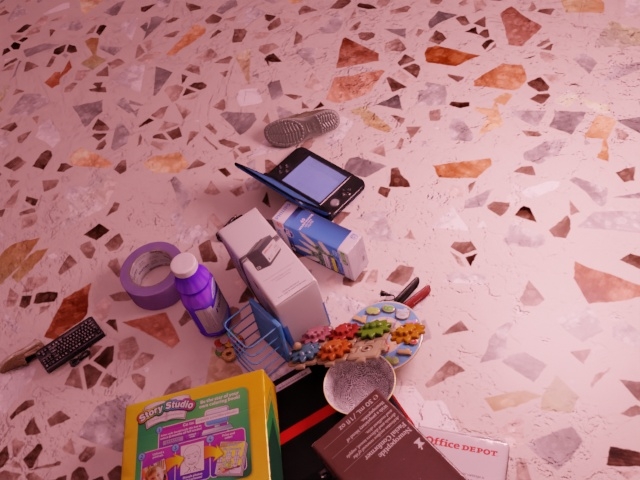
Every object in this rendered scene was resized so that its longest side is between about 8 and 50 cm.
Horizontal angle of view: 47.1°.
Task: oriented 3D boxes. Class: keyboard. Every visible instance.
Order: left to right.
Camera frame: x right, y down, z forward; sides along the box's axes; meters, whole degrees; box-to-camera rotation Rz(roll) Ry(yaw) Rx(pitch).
[{"bbox_3d":[-0.687,0.295,2.034,0.180,0.023,0.108,-35,67,-19],"label":"keyboard"}]

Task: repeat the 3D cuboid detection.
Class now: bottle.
[{"bbox_3d":[-0.312,0.139,1.914,0.092,0.282,0.118,-10,51,6],"label":"bottle"}]

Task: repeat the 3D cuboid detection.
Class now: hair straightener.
[{"bbox_3d":[0.180,0.174,1.933,0.230,0.047,0.089,-40,55,-12],"label":"hair straightener"}]

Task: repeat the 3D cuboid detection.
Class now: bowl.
[{"bbox_3d":[0.098,0.351,1.722,0.170,0.080,0.170,-9,48,10],"label":"bowl"}]

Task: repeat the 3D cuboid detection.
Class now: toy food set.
[{"bbox_3d":[-0.242,0.280,1.958,0.083,0.020,0.083,31,66,31],"label":"toy food set"}]

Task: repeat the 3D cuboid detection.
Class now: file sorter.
[{"bbox_3d":[-0.161,0.256,1.856,0.104,0.170,0.118,-37,54,-22],"label":"file sorter"}]

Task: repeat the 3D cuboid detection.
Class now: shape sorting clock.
[{"bbox_3d":[0.154,0.237,1.834,0.206,0.040,0.206,-8,50,9],"label":"shape sorting clock"}]

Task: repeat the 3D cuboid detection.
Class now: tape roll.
[{"bbox_3d":[-0.472,0.101,2.109,0.189,0.080,0.189,-7,53,9],"label":"tape roll"}]

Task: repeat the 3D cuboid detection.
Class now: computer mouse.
[{"bbox_3d":[-0.209,-0.012,2.160,0.193,0.042,0.106,23,57,33],"label":"computer mouse"}]

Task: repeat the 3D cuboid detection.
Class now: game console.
[{"bbox_3d":[-0.058,-0.195,2.175,0.293,0.173,0.250,33,66,32],"label":"game console"},{"bbox_3d":[-0.002,0.447,1.763,0.387,0.060,0.342,-29,47,-10],"label":"game console"}]

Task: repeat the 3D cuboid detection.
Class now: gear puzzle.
[{"bbox_3d":[0.086,0.234,1.761,0.339,0.044,0.175,-10,20,25],"label":"gear puzzle"}]

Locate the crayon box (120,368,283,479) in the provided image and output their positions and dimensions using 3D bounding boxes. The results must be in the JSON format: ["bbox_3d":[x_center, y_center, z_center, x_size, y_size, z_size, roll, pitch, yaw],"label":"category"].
[{"bbox_3d":[-0.276,0.496,1.703,0.363,0.106,0.313,-16,47,9],"label":"crayon box"}]

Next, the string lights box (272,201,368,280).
[{"bbox_3d":[0.000,0.000,2.041,0.260,0.133,0.076,25,63,28],"label":"string lights box"}]

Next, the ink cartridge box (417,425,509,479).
[{"bbox_3d":[0.282,0.560,1.562,0.202,0.117,0.278,6,56,19],"label":"ink cartridge box"}]

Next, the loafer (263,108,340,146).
[{"bbox_3d":[-0.058,-0.367,2.376,0.251,0.094,0.087,-11,18,7],"label":"loafer"}]

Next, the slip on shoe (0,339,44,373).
[{"bbox_3d":[-0.828,0.330,2.041,0.135,0.051,0.041,-34,65,-21],"label":"slip on shoe"}]

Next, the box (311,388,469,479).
[{"bbox_3d":[0.175,0.502,1.473,0.191,0.143,0.381,-39,53,-14],"label":"box"}]

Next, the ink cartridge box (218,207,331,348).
[{"bbox_3d":[-0.121,0.098,1.938,0.129,0.223,0.307,-33,53,-11],"label":"ink cartridge box"}]
